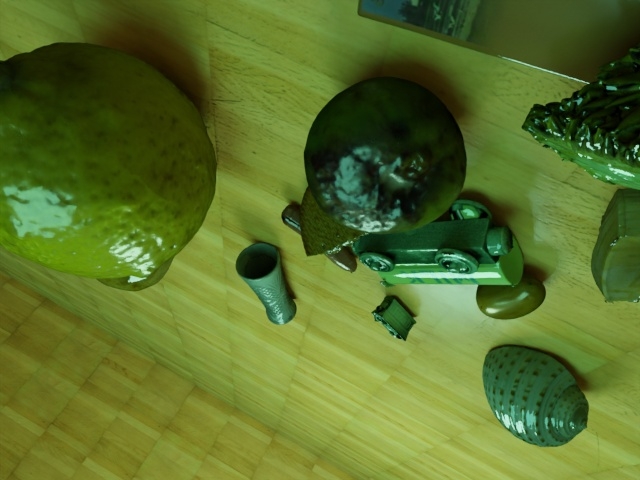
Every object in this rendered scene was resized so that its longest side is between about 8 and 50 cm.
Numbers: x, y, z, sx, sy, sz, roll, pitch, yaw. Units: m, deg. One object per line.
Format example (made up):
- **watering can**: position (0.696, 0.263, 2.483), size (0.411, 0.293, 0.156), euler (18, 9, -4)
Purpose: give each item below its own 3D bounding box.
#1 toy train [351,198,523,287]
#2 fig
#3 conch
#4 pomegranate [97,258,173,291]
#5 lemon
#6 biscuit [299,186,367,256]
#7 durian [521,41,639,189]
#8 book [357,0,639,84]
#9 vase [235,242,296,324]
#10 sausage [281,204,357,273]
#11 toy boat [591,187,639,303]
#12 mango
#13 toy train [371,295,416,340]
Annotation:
- **toy train**: position (0.172, 0.022, 0.712), size (0.253, 0.105, 0.157), euler (-4, 147, 44)
- **fig**: position (0.066, -0.098, 0.569), size (0.181, 0.181, 0.191), euler (55, 168, -33)
- **conch**: position (0.373, 0.293, 0.866), size (0.200, 0.131, 0.172), euler (-6, 133, 44)
- **pomegranate**: position (-0.451, 0.008, 1.115), size (0.233, 0.233, 0.233), euler (22, 147, 15)
- **lemon**: position (-0.339, -0.116, 0.717), size (0.349, 0.350, 0.387), euler (20, 158, 19)
- **biscuit**: position (0.019, -0.045, 0.758), size (0.206, 0.025, 0.126), euler (-24, 82, 57)
- **durian**: position (0.363, -0.100, 0.354), size (0.394, 0.163, 0.198), euler (2, -178, 24)
- **book**: position (0.213, -0.247, 0.359), size (0.374, 0.028, 0.262), euler (24, 148, 13)
- **vase**: position (-0.112, 0.108, 1.075), size (0.096, 0.096, 0.219), euler (16, 148, 24)
- **sausage**: position (0.001, -0.001, 0.872), size (0.176, 0.040, 0.047), euler (39, 147, -14)
- **toy boat**: position (0.349, 0.008, 0.552), size (0.064, 0.072, 0.206), euler (-3, 149, 23)
- **mango**: position (0.285, 0.082, 0.719), size (0.080, 0.060, 0.114), euler (32, 145, -5)
- **toy train**: position (0.146, 0.154, 0.942), size (0.093, 0.056, 0.038), euler (45, 163, -21)
